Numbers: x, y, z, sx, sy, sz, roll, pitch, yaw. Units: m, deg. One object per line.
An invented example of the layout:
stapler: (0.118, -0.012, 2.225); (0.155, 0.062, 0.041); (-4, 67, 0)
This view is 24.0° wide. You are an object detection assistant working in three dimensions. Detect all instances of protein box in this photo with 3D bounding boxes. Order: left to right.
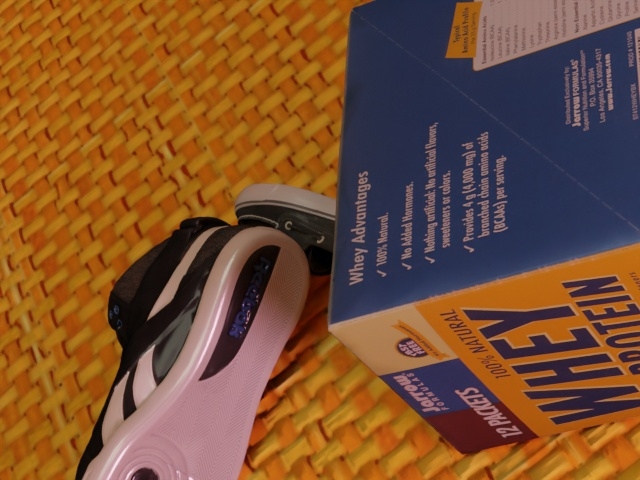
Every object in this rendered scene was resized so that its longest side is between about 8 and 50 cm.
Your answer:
protein box: (0.127, -0.032, 0.717); (0.201, 0.136, 0.200); (-17, 50, 27)

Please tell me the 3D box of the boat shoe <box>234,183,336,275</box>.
boat shoe: (0.000, 0.000, 0.856); (0.142, 0.049, 0.040); (13, 67, 40)

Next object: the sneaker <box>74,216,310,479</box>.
sneaker: (-0.093, 0.088, 0.850); (0.121, 0.079, 0.217); (10, 66, 55)
